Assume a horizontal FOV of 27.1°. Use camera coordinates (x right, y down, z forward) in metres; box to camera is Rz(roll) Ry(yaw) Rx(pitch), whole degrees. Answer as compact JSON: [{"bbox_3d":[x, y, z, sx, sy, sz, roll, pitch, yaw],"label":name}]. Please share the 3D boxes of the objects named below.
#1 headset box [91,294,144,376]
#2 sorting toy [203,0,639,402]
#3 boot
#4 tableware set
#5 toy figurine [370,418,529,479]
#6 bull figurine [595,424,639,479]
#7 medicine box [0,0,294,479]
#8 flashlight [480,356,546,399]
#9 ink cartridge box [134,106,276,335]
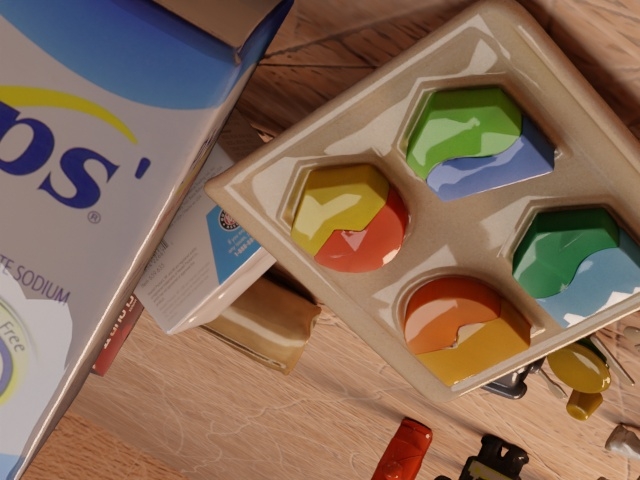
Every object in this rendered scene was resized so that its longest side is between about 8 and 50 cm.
[{"bbox_3d":[-0.341,0.028,1.413,0.218,0.110,0.293,12,156,41],"label":"headset box"},{"bbox_3d":[0.070,-0.003,0.666,0.208,0.038,0.193,-29,119,35],"label":"sorting toy"},{"bbox_3d":[-0.124,0.016,1.111,0.269,0.089,0.236,29,173,-1],"label":"boot"},{"bbox_3d":[0.213,0.093,0.872,0.104,0.024,0.154,49,148,-13],"label":"tableware set"},{"bbox_3d":[0.154,0.296,1.355,0.209,0.148,0.213,40,159,-31],"label":"toy figurine"},{"bbox_3d":[0.301,0.213,0.977,0.188,0.101,0.310,34,158,2],"label":"bull figurine"},{"bbox_3d":[-0.200,-0.056,0.660,0.263,0.289,0.149,29,-156,-4],"label":"medicine box"},{"bbox_3d":[0.000,0.000,0.823,0.304,0.103,0.103,19,-176,16],"label":"flashlight"},{"bbox_3d":[-0.097,-0.048,0.780,0.180,0.104,0.060,52,-157,10],"label":"ink cartridge box"}]
